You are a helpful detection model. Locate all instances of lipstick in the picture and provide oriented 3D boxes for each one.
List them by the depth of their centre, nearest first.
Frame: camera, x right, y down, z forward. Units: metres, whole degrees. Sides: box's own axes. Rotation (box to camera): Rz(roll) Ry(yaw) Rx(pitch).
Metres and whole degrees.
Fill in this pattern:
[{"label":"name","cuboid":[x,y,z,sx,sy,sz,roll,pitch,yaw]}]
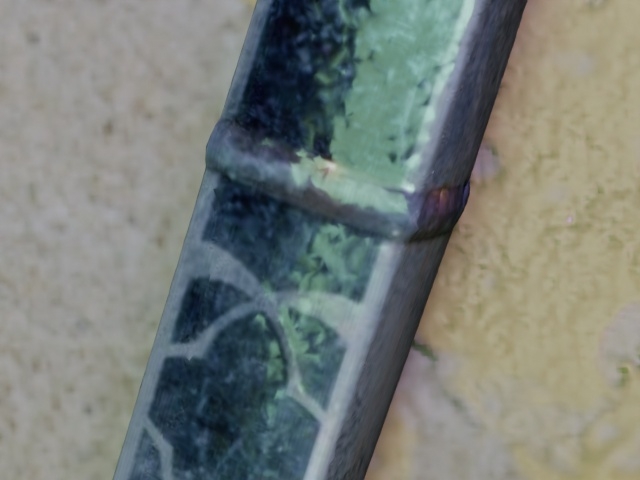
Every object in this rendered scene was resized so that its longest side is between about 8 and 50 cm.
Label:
[{"label":"lipstick","cuboid":[0.000,0.000,0.577,0.077,0.076,0.290,21,105,13]}]
